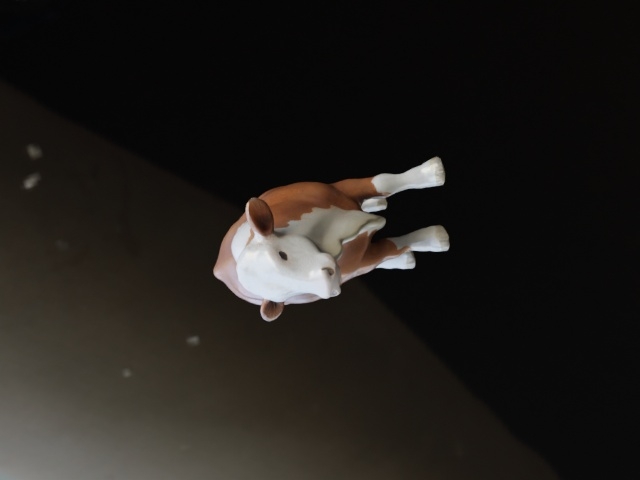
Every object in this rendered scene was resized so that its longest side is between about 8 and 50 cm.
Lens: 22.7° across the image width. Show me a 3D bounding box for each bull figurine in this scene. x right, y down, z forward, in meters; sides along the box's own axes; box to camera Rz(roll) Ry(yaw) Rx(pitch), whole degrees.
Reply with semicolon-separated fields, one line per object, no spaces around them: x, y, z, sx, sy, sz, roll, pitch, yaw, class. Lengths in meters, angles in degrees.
0.000;0.000;1.312;0.188;0.310;0.101;-13;-88;-14;bull figurine
